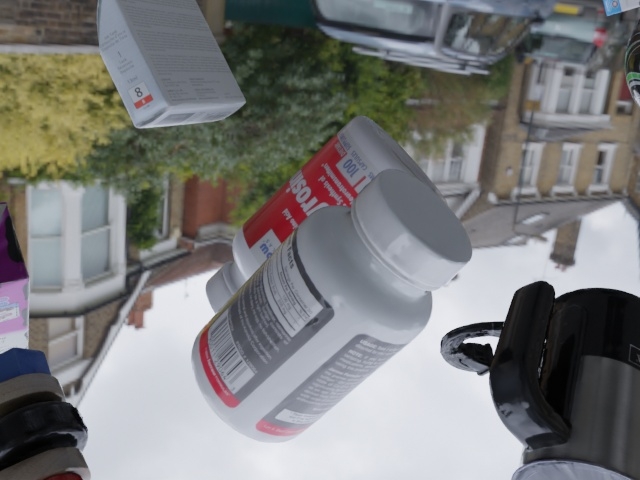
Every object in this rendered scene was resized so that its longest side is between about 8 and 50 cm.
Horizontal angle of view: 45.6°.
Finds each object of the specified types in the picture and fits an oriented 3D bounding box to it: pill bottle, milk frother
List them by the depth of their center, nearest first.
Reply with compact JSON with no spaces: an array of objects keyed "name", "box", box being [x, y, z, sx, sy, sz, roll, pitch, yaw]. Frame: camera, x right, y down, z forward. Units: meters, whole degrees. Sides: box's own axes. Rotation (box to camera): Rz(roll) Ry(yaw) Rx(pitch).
[{"name":"milk frother","box":[0.144,0.110,0.503,0.129,0.143,0.134,30,-131,-4]},{"name":"pill bottle","box":[0.011,0.073,0.848,0.176,0.318,0.176,32,-149,-22]},{"name":"pill bottle","box":[0.000,0.000,1.317,0.229,0.408,0.229,43,-166,-14]}]

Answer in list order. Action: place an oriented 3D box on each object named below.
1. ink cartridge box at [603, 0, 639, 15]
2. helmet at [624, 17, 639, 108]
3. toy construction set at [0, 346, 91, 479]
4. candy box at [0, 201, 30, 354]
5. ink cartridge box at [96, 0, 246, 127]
[{"name":"ink cartridge box","box":[0.342,-0.275,0.805,0.083,0.048,0.028,-9,-157,32]},{"name":"helmet","box":[0.428,-0.202,0.862,0.170,0.169,0.161,7,-172,1]},{"name":"toy construction set","box":[-0.258,0.227,0.422,0.237,0.308,0.257,-7,161,-40]},{"name":"candy box","box":[-0.320,0.066,0.604,0.159,0.233,0.071,-12,-113,-27]},{"name":"ink cartridge box","box":[-0.149,-0.187,0.663,0.045,0.179,0.145,-29,180,23]}]
